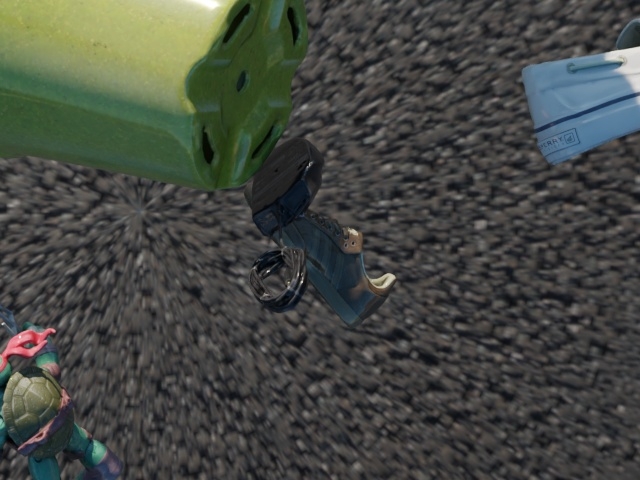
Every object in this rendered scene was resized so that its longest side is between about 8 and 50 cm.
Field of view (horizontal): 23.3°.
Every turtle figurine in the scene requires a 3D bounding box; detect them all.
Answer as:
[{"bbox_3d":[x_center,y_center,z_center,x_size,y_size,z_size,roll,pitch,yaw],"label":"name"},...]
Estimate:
[{"bbox_3d":[-0.286,0.172,1.482,0.175,0.118,0.234,-47,121,-27],"label":"turtle figurine"}]

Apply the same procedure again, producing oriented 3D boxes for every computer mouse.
[{"bbox_3d":[-0.021,-0.010,1.235,0.071,0.242,0.041,-36,115,20],"label":"computer mouse"}]

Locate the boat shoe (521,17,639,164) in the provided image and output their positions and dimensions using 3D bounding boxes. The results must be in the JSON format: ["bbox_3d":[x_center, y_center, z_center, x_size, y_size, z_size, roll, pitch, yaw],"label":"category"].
[{"bbox_3d":[0.238,-0.121,1.083,0.226,0.083,0.075,-21,91,-33],"label":"boat shoe"}]

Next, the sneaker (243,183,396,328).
[{"bbox_3d":[0.000,0.000,1.529,0.071,0.066,0.188,-40,116,-3],"label":"sneaker"}]

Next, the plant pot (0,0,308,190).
[{"bbox_3d":[-0.159,-0.160,1.251,0.254,0.276,0.276,19,89,21],"label":"plant pot"}]
